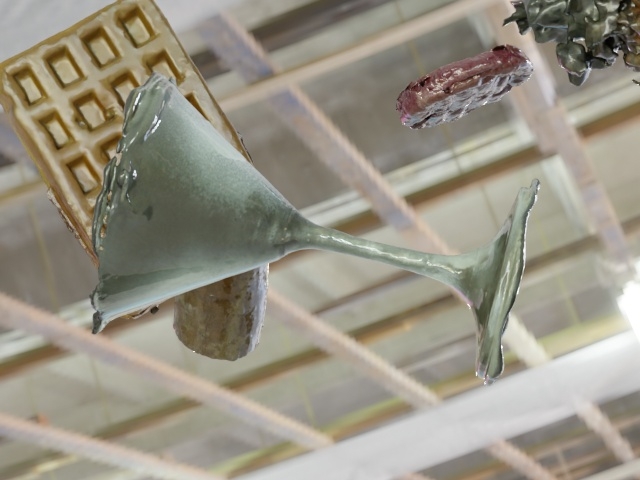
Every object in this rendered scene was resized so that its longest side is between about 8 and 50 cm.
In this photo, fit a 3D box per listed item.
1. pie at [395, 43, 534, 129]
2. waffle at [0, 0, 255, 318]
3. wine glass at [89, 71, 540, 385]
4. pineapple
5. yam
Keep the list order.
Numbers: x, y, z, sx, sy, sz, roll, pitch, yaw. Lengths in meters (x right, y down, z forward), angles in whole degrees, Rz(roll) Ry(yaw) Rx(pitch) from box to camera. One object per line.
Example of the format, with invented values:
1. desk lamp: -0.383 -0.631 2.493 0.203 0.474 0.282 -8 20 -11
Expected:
1. pie: 0.149 -0.159 1.670 0.153 0.038 0.153 -23 -9 -4
2. waffle: -0.206 -0.097 1.813 0.224 0.328 0.098 -30 -11 -10
3. wine glass: 0.000 0.000 0.908 0.232 0.156 0.156 14 -18 6
4. pineapple: 0.340 -0.224 1.537 0.357 0.223 0.223 16 -4 25
5. yam: -0.077 0.019 1.243 0.084 0.084 0.127 -9 -58 -29
